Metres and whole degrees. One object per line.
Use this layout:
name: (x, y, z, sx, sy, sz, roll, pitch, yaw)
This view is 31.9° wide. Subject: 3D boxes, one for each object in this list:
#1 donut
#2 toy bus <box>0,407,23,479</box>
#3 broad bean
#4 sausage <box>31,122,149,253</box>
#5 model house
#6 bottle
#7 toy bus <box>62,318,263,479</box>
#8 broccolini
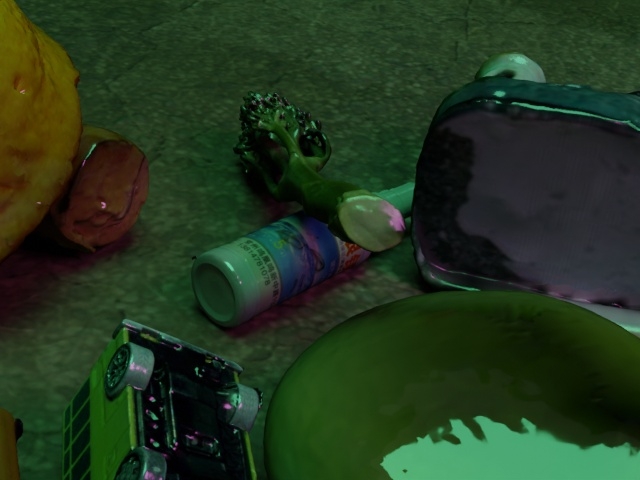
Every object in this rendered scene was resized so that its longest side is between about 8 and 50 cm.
donut: (-0.316, -0.077, 0.752, 0.303, 0.110, 0.302, -6, 56, 9)
toy bus: (-0.177, 0.167, 0.504, 0.098, 0.114, 0.201, -3, 34, -17)
broad bean: (0.112, 0.124, 0.627, 0.291, 0.119, 0.238, 14, 43, 15)
sausage: (-0.254, -0.081, 0.881, 0.271, 0.108, 0.109, 32, 40, 30)
model house: (0.223, -0.061, 0.889, 0.253, 0.184, 0.291, 12, 28, 14)
bottle: (0.000, 0.000, 0.848, 0.060, 0.060, 0.217, 31, 39, 32)
toy bus: (-0.084, 0.134, 0.585, 0.088, 0.101, 0.175, 27, 25, -27)
broccolini: (-0.012, -0.063, 0.805, 0.074, 0.078, 0.392, 38, 0, -15)
